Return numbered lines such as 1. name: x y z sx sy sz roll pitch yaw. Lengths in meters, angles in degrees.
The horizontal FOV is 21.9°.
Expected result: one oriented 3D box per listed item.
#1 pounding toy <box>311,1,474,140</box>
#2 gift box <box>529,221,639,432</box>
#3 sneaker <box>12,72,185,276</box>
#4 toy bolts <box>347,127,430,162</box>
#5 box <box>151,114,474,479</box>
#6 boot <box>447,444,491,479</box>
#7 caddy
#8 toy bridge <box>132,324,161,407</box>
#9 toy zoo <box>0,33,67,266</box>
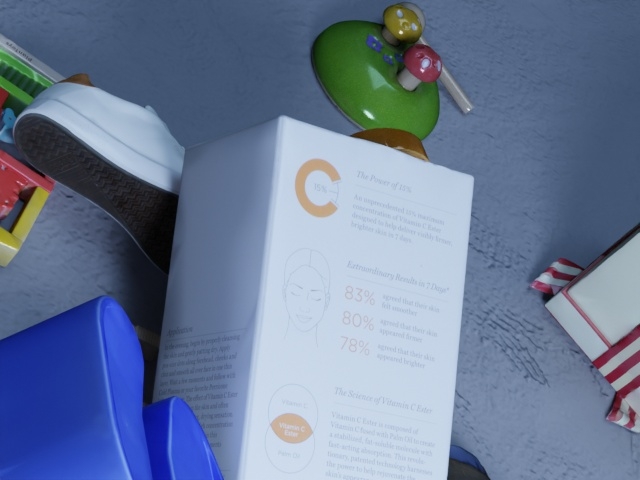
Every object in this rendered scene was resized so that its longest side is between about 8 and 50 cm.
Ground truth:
1. pounding toy: 0.108 -0.227 2.031 0.183 0.110 0.237 52 38 9
2. gift box: 0.422 0.070 1.936 0.276 0.258 0.255 -31 80 -32
3. sneaker: -0.145 -0.060 1.587 0.290 0.106 0.123 40 40 -7
4. toy bolts: 0.000 0.000 1.663 0.228 0.218 0.159 4 64 -18
5. box: -0.011 0.093 1.453 0.215 0.168 0.345 15 74 -33
6. boot: 0.104 0.251 1.616 0.219 0.082 0.106 21 29 -38
7. caddy: -0.177 0.200 1.169 0.241 0.179 0.341 59 5 -32
8. toy bridge: -0.183 0.145 1.473 0.063 0.026 0.188 27 41 -21
9. toy zoo: -0.336 -0.096 1.554 0.192 0.030 0.293 34 38 -14
